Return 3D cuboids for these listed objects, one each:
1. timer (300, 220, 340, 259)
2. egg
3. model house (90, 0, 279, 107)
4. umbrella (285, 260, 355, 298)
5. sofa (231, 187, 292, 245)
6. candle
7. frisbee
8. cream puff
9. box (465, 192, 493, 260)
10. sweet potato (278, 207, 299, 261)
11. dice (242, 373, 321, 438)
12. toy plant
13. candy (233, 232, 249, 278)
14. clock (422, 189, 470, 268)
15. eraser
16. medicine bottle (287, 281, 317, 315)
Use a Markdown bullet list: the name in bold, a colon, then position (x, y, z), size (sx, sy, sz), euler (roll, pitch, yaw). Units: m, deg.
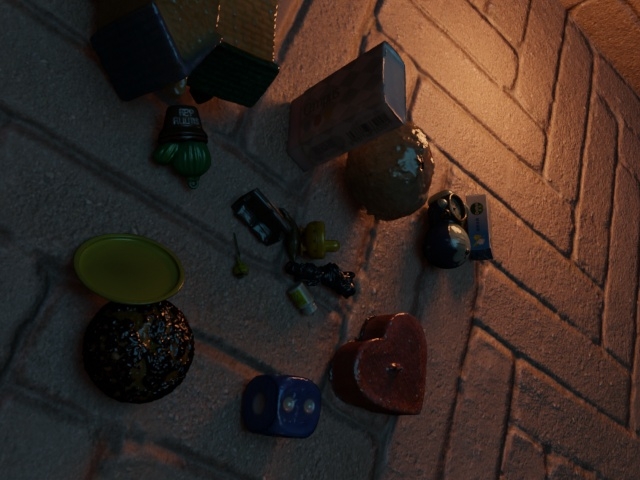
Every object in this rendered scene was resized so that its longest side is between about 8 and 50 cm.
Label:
- **timer**: position (0.000, 0.000, 1.839), size (0.109, 0.107, 0.107), euler (-2, 75, -2)
- **egg**: position (0.203, -0.215, 1.979), size (0.279, 0.279, 0.310), euler (16, 68, -36)
- **model house**: position (-0.317, -0.473, 1.610), size (0.382, 0.335, 0.342), euler (7, 83, -43)
- **umbrella**: position (0.006, 0.093, 1.845), size (0.224, 0.071, 0.080), euler (18, 54, -33)
- **sofa**: position (-0.153, -0.056, 1.747), size (0.147, 0.085, 0.060), euler (50, 49, -18)
- **candle**: position (0.191, 0.367, 1.881), size (0.317, 0.131, 0.287), euler (-31, 100, -40)
- **frisbee**: position (-0.408, 0.060, 1.456), size (0.236, 0.017, 0.236), euler (16, 33, -11)
- **cream puff**: position (-0.374, 0.224, 1.425), size (0.239, 0.165, 0.239), euler (16, 64, -36)
- **box**: position (0.538, -0.043, 2.287), size (0.139, 0.073, 0.194), euler (42, 46, -64)
- **sweet potato**: position (-0.078, -0.017, 1.829), size (0.041, 0.038, 0.153), euler (-3, 77, -46)
- **dice**: position (-0.091, 0.395, 1.622), size (0.146, 0.146, 0.143), euler (20, 67, -35)
- **toy plant**: position (-0.334, -0.224, 1.640), size (0.143, 0.105, 0.200), euler (-3, 91, -30)
- **candy**: position (-0.206, 0.036, 1.715), size (0.035, 0.035, 0.123), euler (6, 65, -42)
- **clock**: position (0.406, -0.024, 2.165), size (0.199, 0.147, 0.243), euler (36, 51, -40)
- **eraser**: position (0.059, -0.342, 1.801), size (0.082, 0.397, 0.213), euler (17, 66, -36)
- **medicine bottle**: position (-0.047, 0.154, 1.796), size (0.047, 0.047, 0.083), euler (-41, 103, -40)
